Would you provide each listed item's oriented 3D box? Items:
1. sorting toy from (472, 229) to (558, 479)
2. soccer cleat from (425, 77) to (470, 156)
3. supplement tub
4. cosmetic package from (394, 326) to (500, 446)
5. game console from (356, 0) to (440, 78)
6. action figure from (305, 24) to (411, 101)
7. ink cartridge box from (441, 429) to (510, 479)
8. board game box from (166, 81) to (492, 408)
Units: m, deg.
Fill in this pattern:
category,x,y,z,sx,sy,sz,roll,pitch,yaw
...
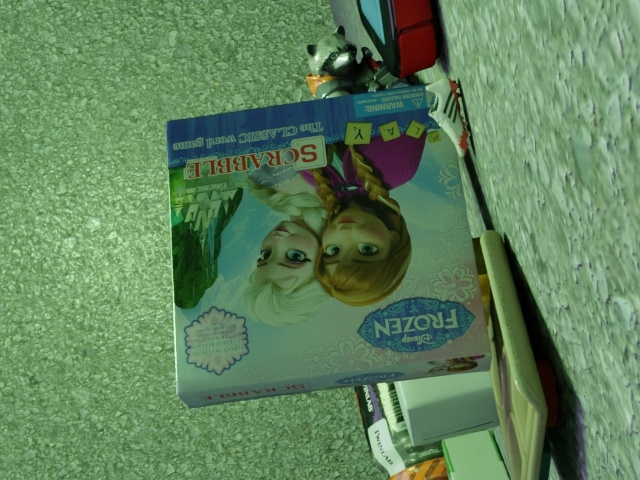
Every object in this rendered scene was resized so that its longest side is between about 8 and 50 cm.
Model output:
category,x,y,z,sx,sy,sz,roll,pitch,yaw
sorting toy,0.191,0.104,0.967,0.307,0.041,0.229,-93,-7,-47
soccer cleat,0.129,-0.123,0.984,0.029,0.035,0.083,-100,-4,-72
supplement tub,0.169,0.281,1.752,0.207,0.207,0.338,72,-176,-62
cosmetic package,0.156,0.136,1.317,0.225,0.138,0.224,75,-179,-65
game console,0.055,-0.386,1.111,0.386,0.060,0.342,-102,-3,-66
action figure,0.069,-0.147,1.399,0.341,0.178,0.330,-76,-38,-82
ink cartridge box,0.264,0.435,1.548,0.153,0.087,0.208,-102,-2,-61
board game box,0.000,0.000,1.035,0.066,0.318,0.318,73,-170,-67
